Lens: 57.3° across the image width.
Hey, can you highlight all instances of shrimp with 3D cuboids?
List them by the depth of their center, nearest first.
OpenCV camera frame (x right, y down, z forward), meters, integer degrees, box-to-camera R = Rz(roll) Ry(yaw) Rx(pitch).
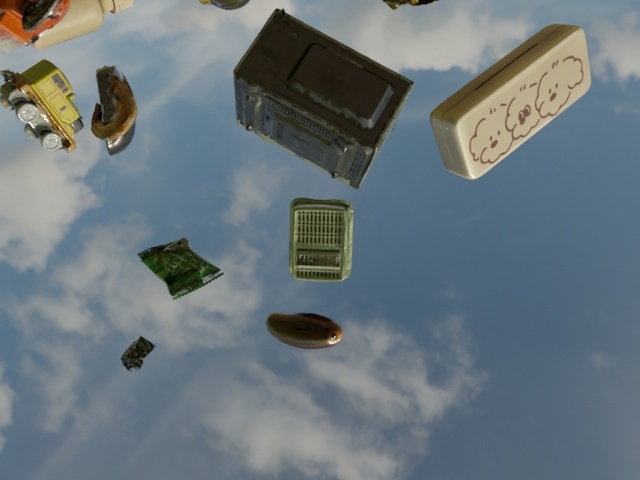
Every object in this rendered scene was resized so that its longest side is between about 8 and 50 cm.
[{"bbox_3d":[-0.368,-0.235,1.041,0.095,0.045,0.162,-40,-129,21],"label":"shrimp"}]

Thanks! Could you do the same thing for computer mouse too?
[{"bbox_3d":[-0.620,-0.395,1.793,0.100,0.269,0.170,-8,-159,-19],"label":"computer mouse"}]

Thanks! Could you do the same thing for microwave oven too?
[{"bbox_3d":[-0.008,-0.307,1.360,0.355,0.286,0.218,30,-105,1],"label":"microwave oven"}]

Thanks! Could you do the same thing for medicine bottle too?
[{"bbox_3d":[-0.549,-0.523,1.317,0.252,0.114,0.114,-33,-137,-26],"label":"medicine bottle"}]

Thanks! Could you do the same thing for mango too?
[{"bbox_3d":[-0.049,0.276,1.809,0.268,0.111,0.133,7,-156,27],"label":"mango"}]

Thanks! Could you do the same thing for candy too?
[{"bbox_3d":[-0.365,0.069,1.537,0.141,0.078,0.203,-38,-127,-16],"label":"candy"}]

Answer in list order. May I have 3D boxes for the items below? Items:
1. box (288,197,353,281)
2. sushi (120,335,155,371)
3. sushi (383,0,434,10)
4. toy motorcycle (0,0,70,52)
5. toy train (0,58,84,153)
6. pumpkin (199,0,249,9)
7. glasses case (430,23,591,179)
[{"bbox_3d":[0.000,0.000,2.017,0.221,0.290,0.166,3,-167,4],"label":"box"},{"bbox_3d":[-0.536,0.330,1.689,0.083,0.056,0.084,-19,-141,41],"label":"sushi"},{"bbox_3d":[0.209,-0.661,1.410,0.167,0.296,0.179,-41,-160,33],"label":"sushi"},{"bbox_3d":[-0.415,-0.375,0.845,0.326,0.148,0.221,7,-110,43],"label":"toy motorcycle"},{"bbox_3d":[-0.549,-0.267,1.178,0.089,0.219,0.127,34,-111,33],"label":"toy train"},{"bbox_3d":[-0.285,-0.710,1.576,0.224,0.224,0.157,39,-75,44],"label":"pumpkin"},{"bbox_3d":[0.360,-0.262,1.093,0.336,0.144,0.076,-38,-145,-13],"label":"glasses case"}]
